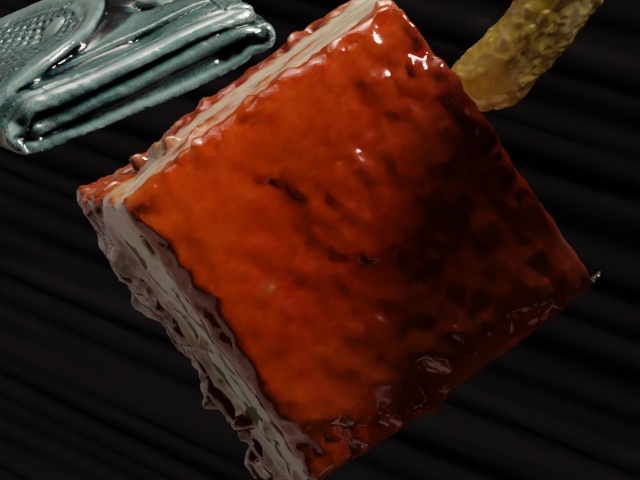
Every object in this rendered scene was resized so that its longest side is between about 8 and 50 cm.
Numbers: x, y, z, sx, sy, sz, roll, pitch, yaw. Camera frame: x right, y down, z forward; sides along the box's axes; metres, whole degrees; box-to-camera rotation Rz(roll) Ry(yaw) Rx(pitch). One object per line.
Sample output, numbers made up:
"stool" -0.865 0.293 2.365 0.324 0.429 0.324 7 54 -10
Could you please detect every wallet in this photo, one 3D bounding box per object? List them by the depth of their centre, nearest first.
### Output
"wallet" -0.073 -0.061 0.598 0.088 0.129 0.026 -27 111 -11

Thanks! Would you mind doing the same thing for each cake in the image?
"cake" 0.000 0.000 1.386 0.270 0.269 0.319 -36 -176 -9

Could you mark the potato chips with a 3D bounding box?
"potato chips" 0.224 -0.257 1.469 0.057 0.080 0.407 22 106 -42
